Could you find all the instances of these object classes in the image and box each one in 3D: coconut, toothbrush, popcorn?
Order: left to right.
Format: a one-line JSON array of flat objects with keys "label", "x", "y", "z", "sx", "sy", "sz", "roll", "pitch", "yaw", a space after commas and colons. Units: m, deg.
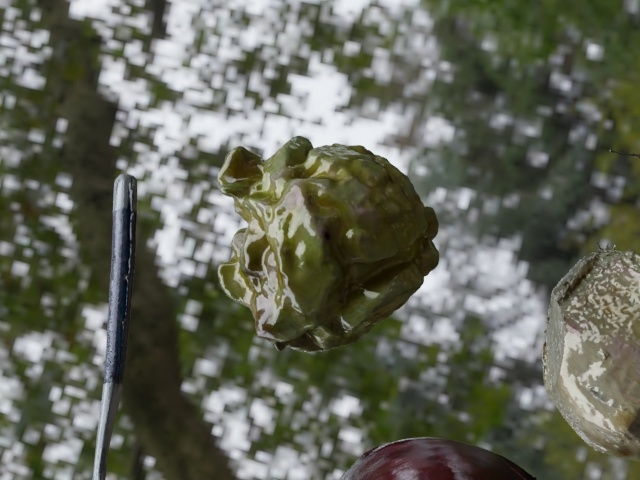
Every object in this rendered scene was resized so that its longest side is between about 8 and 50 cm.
[{"label": "toothbrush", "x": -0.150, "y": 0.086, "z": 1.455, "sx": 0.026, "sy": 0.024, "sz": 0.288, "roll": 18, "pitch": -115, "yaw": -39}, {"label": "popcorn", "x": 0.001, "y": -0.001, "z": 1.702, "sx": 0.167, "sy": 0.187, "sz": 0.185, "roll": -69, "pitch": -37, "yaw": -49}, {"label": "coconut", "x": 0.291, "y": 0.109, "z": 1.764, "sx": 0.194, "sy": 0.194, "sz": 0.194, "roll": -41, "pitch": -41, "yaw": -51}]

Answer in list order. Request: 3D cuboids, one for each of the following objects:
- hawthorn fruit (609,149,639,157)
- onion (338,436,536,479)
[{"label": "hawthorn fruit", "x": 0.307, "y": -0.071, "z": 1.745, "sx": 0.067, "sy": 0.103, "sz": 0.067, "roll": 0, "pitch": -89, "yaw": -63}, {"label": "onion", "x": 0.115, "y": 0.278, "z": 1.327, "sx": 0.314, "sy": 0.232, "sz": 0.314, "roll": 167, "pitch": 90, "yaw": -81}]
